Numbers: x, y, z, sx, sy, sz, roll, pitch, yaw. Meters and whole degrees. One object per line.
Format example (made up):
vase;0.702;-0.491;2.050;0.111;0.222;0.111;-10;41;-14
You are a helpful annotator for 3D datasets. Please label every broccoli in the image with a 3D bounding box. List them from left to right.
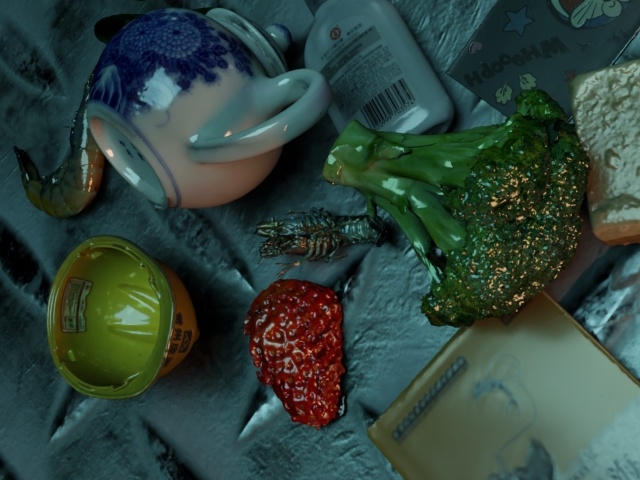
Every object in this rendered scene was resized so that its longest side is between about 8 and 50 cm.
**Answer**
broccoli;0.134;-0.036;0.968;0.269;0.254;0.269;5;109;15

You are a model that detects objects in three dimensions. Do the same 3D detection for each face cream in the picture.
face cream;0.047;-0.224;1.161;0.144;0.071;0.291;-38;65;22

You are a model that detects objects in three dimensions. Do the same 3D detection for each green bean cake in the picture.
green bean cake;0.324;-0.090;0.963;0.109;0.085;0.179;-14;76;27

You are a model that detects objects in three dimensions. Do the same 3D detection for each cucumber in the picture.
cucumber;-0.232;-0.303;1.355;0.284;0.056;0.056;5;85;37

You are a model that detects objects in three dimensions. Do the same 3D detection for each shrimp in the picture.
shrimp;-0.394;-0.168;1.434;0.198;0.051;0.262;11;91;33
shrimp;0.003;0.000;1.157;0.174;0.076;0.082;-5;92;21

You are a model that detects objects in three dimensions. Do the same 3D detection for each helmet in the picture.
helmet;-0.233;0.105;1.236;0.257;0.140;0.205;15;91;38

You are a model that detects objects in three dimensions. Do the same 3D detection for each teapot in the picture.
teapot;-0.138;-0.183;1.184;0.280;0.252;0.424;-43;34;-20

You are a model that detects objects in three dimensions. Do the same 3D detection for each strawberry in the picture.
strawberry;-0.028;0.132;1.145;0.121;0.082;0.188;-25;67;22

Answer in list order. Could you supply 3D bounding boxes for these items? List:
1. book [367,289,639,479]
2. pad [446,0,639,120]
book;0.252;0.252;0.981;0.269;0.032;0.389;-51;62;13
pad;0.273;-0.248;1.067;0.170;0.006;0.245;43;104;29
